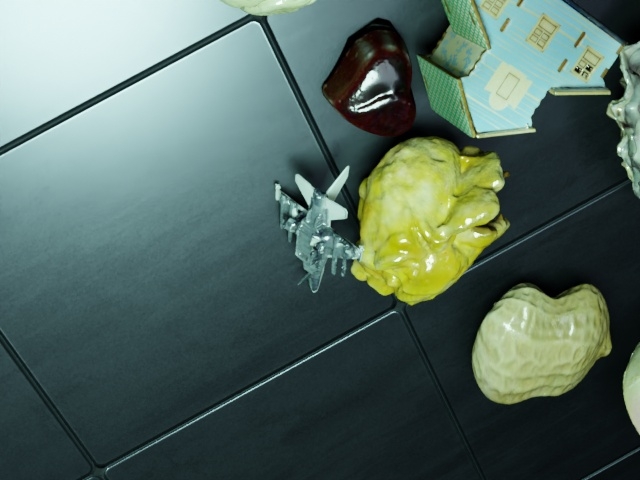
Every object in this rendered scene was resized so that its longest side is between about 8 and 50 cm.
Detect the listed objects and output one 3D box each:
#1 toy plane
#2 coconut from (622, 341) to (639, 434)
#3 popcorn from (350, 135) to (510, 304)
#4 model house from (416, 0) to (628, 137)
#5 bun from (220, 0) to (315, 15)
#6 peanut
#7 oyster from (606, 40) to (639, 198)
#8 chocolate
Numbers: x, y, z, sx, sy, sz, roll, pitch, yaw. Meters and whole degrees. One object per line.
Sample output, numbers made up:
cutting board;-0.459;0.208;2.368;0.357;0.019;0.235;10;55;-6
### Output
toy plane;-0.010;0.003;1.633;0.082;0.160;0.234;-32;149;-40
coconut;0.608;0.232;1.894;0.259;0.259;0.259;-8;118;-15
popcorn;0.138;-0.032;1.629;0.253;0.191;0.190;-43;86;5
model house;0.221;-0.235;1.547;0.271;0.178;0.206;27;99;-31
bun;-0.055;-0.344;1.440;0.188;0.111;0.164;7;111;-18
peanut;0.338;0.152;1.828;0.233;0.110;0.197;-3;117;-15
oyster;0.497;-0.181;1.714;0.237;0.115;0.351;-28;127;-13
chocolate;0.070;-0.202;1.574;0.125;0.080;0.149;-12;121;-13
